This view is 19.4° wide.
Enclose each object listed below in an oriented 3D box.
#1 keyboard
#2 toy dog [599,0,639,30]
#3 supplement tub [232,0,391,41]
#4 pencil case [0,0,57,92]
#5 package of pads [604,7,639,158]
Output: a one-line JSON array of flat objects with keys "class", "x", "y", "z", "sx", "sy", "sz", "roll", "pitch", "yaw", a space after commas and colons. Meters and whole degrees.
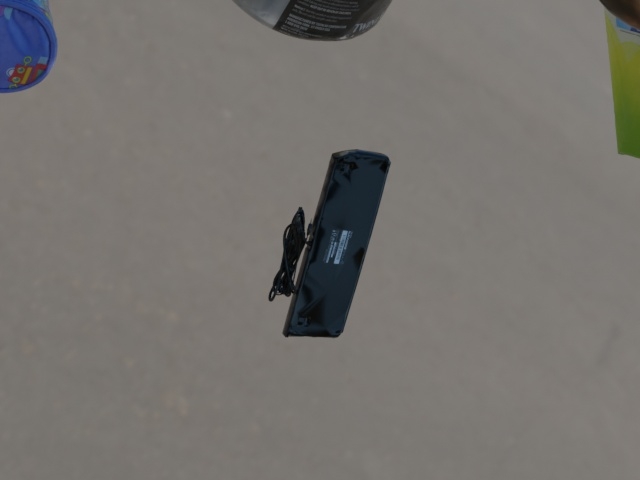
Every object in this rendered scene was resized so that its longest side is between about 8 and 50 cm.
[{"class": "keyboard", "x": 0.000, "y": 0.000, "z": 1.804, "sx": 0.100, "sy": 0.192, "sz": 0.038, "roll": 6, "pitch": 15, "yaw": -40}, {"class": "toy dog", "x": 0.385, "y": -0.221, "z": 1.306, "sx": 0.395, "sy": 0.408, "sz": 0.284, "roll": 49, "pitch": 49, "yaw": -54}, {"class": "supplement tub", "x": 0.034, "y": -0.347, "z": 1.692, "sx": 0.193, "sy": 0.316, "sz": 0.193, "roll": 17, "pitch": 45, "yaw": -18}, {"class": "pencil case", "x": -0.373, "y": -0.288, "z": 2.083, "sx": 0.133, "sy": 0.119, "sz": 0.306, "roll": -2, "pitch": 38, "yaw": -16}, {"class": "package of pads", "x": 0.413, "y": -0.200, "z": 1.947, "sx": 0.229, "sy": 0.101, "sz": 0.296, "roll": 21, "pitch": -43, "yaw": 39}]
